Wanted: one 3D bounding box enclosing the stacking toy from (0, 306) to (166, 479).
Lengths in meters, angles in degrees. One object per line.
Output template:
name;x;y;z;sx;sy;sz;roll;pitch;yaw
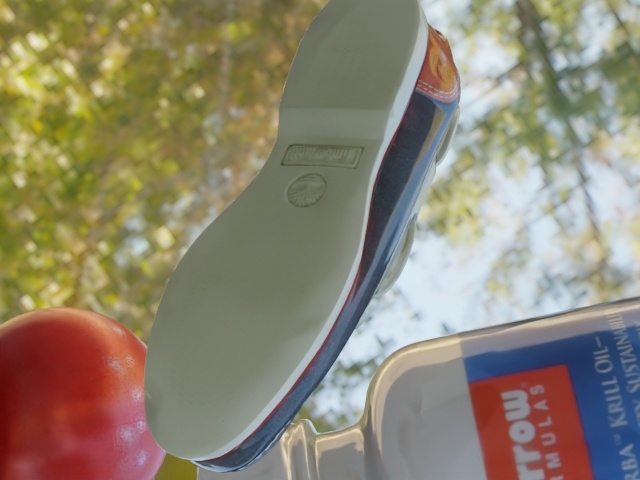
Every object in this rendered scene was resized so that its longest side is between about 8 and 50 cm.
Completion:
stacking toy;-0.213;0.075;0.700;0.330;0.141;0.141;-5;178;-24

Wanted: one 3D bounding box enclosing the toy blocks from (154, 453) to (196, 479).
toy blocks;-0.150;0.206;1.011;0.381;0.190;0.261;5;-168;0

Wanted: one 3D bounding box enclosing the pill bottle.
pill bottle;0.082;0.079;0.533;0.221;0.124;0.124;-12;-168;2

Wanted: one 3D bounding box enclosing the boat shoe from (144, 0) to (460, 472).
boat shoe;0.000;0.000;0.465;0.049;0.043;0.137;8;-119;29
